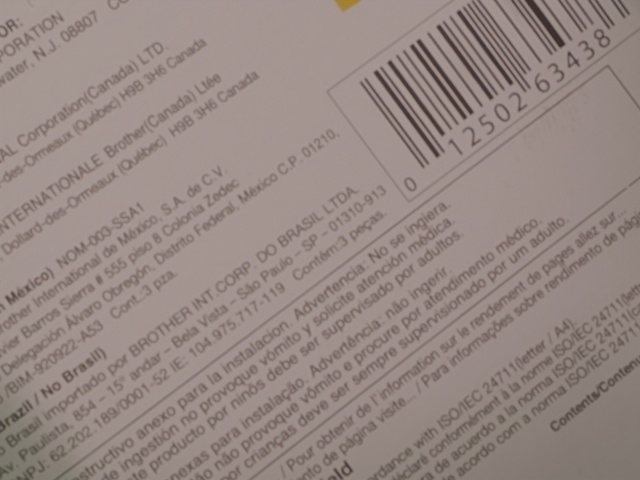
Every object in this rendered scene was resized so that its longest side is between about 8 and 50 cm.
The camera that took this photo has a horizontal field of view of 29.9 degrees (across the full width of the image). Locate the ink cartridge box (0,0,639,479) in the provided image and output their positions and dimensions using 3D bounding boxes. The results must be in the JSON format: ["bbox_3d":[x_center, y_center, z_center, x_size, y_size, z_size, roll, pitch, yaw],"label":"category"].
[{"bbox_3d":[-0.010,-0.013,0.412,0.270,0.151,0.395,-37,92,-9],"label":"ink cartridge box"}]
